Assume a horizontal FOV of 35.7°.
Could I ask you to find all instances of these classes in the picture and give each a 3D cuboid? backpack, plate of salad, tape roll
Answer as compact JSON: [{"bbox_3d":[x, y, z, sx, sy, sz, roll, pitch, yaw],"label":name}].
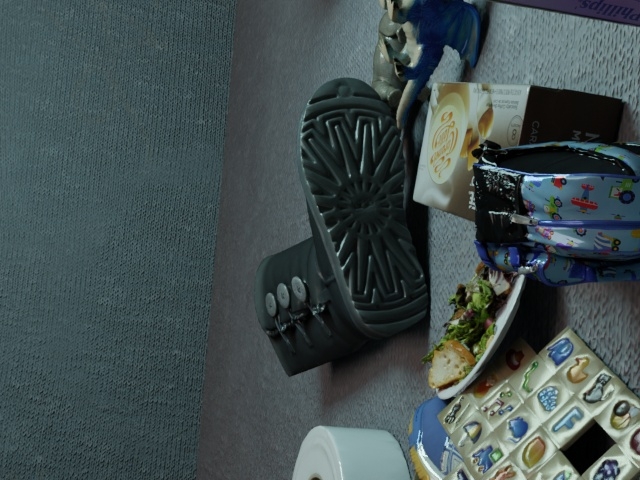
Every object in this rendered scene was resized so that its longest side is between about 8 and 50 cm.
[{"bbox_3d":[0.224,-0.023,0.797,0.173,0.158,0.117,13,105,63],"label":"backpack"},{"bbox_3d":[0.163,0.074,1.057,0.200,0.048,0.200,-63,4,7],"label":"plate of salad"},{"bbox_3d":[0.034,0.402,1.378,0.286,0.100,0.286,-173,90,-74],"label":"tape roll"}]

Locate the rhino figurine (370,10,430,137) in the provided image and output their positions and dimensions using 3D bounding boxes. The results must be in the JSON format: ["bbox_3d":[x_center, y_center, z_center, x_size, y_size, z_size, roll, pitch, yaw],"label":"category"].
[{"bbox_3d":[0.108,-0.218,1.419,0.106,0.073,0.243,-133,50,-65],"label":"rhino figurine"}]

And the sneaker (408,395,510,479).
[{"bbox_3d":[0.179,0.232,0.975,0.131,0.112,0.296,-56,25,18],"label":"sneaker"}]

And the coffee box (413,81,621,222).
[{"bbox_3d":[0.190,-0.087,1.020,0.246,0.098,0.141,-144,62,-72],"label":"coffee box"}]

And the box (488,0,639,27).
[{"bbox_3d":[0.198,-0.317,0.873,0.117,0.213,0.243,112,158,-45],"label":"box"}]

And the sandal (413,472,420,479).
[{"bbox_3d":[0.157,0.334,1.063,0.240,0.088,0.079,-103,-8,-66],"label":"sandal"}]

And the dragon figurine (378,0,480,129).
[{"bbox_3d":[0.152,-0.264,1.253,0.085,0.144,0.289,-113,14,-58],"label":"dragon figurine"}]

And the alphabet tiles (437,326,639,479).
[{"bbox_3d":[0.186,0.181,0.894,0.198,0.009,0.237,-45,24,7],"label":"alphabet tiles"}]

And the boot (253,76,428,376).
[{"bbox_3d":[0.000,0.002,1.516,0.445,0.146,0.367,138,125,-71],"label":"boot"}]
